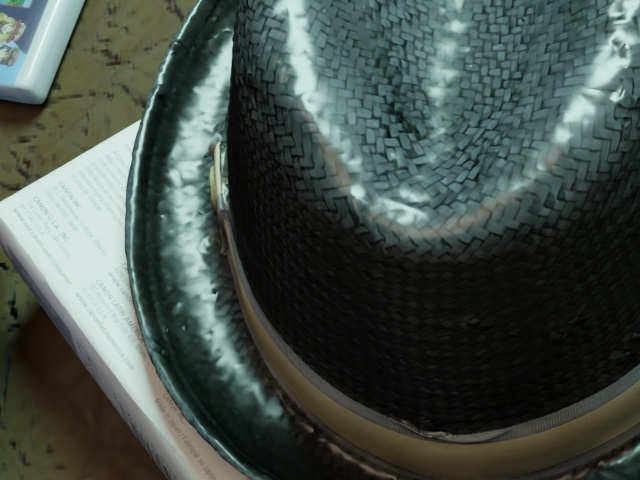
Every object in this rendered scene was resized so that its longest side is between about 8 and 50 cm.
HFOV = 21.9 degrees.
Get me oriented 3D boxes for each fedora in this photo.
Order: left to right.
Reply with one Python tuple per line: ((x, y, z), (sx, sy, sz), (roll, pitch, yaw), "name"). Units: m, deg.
((0.060, -0.063, 0.617), (0.334, 0.152, 0.334), (-4, 58, 7), "fedora")

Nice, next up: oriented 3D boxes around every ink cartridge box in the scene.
((0.000, 0.000, 0.714), (0.224, 0.056, 0.181), (-31, 59, -17), "ink cartridge box")

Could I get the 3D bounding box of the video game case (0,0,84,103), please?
((-0.188, -0.174, 0.864), (0.183, 0.023, 0.201), (11, 71, 24), "video game case")
